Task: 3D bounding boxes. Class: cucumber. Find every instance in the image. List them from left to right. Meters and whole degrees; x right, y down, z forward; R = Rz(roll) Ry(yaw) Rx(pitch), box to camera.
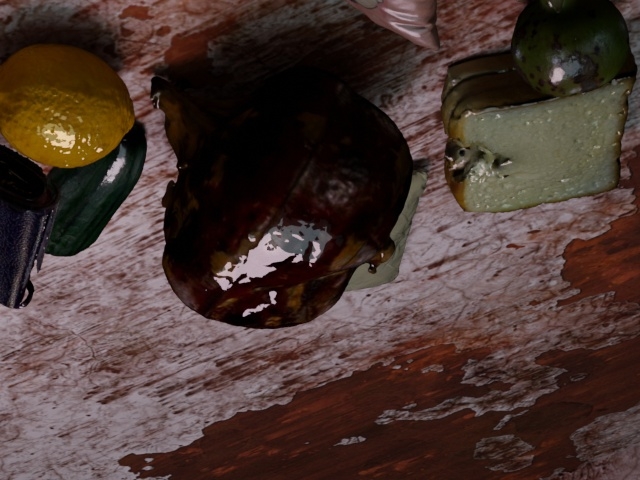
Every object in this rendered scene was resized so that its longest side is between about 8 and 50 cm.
[{"bbox_3d":[-0.295,-0.063,2.006,0.115,0.063,0.244,5,144,-29],"label":"cucumber"}]

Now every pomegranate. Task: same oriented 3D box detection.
[{"bbox_3d":[0.291,-0.247,1.846,0.148,0.148,0.169,-22,142,16],"label":"pomegranate"}]

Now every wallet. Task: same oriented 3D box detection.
[{"bbox_3d":[-0.438,-0.051,1.849,0.262,0.071,0.221,30,143,2],"label":"wallet"}]

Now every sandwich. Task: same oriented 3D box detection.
[{"bbox_3d":[0.282,-0.145,2.054,0.249,0.095,0.273,-13,149,-1],"label":"sandwich"}]

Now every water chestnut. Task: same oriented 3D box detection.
[{"bbox_3d":[-0.077,-0.070,1.877,0.347,0.335,0.335,36,131,-16],"label":"water chestnut"}]

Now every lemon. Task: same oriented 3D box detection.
[{"bbox_3d":[-0.291,-0.152,1.775,0.187,0.142,0.142,8,145,-43],"label":"lemon"}]

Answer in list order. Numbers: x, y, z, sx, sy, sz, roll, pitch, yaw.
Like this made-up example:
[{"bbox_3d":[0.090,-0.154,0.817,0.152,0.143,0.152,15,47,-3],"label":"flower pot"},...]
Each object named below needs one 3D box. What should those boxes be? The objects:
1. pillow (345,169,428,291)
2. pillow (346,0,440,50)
[{"bbox_3d":[-0.002,0.001,2.212,0.281,0.076,0.274,-5,148,-14],"label":"pillow"},{"bbox_3d":[0.033,-0.317,1.580,0.084,0.223,0.236,-49,154,-20],"label":"pillow"}]
